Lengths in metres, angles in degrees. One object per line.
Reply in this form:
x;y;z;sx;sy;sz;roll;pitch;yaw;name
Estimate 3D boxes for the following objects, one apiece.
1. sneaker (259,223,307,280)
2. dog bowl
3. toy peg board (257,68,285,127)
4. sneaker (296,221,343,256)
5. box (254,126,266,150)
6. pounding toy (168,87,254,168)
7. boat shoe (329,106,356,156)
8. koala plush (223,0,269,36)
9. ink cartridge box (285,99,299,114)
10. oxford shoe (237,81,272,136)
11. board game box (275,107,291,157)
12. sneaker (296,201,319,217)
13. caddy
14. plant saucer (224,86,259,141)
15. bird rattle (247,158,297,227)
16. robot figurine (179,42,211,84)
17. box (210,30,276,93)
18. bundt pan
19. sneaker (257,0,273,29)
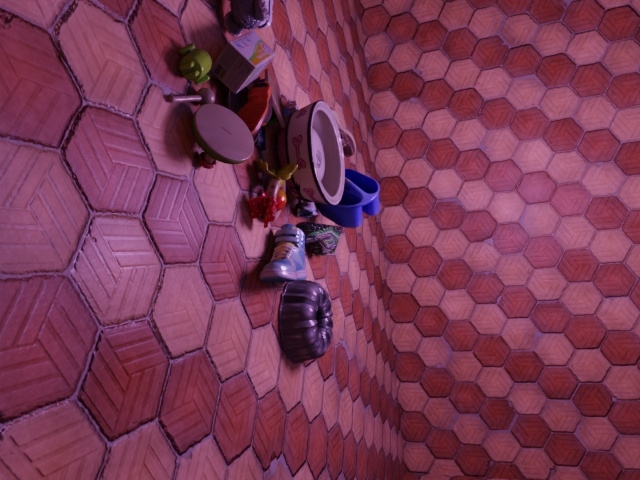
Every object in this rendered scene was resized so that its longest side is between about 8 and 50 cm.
-0.132;0.040;1.570;0.319;0.126;0.209;20;67;-79;sneaker
-0.032;-0.334;1.804;0.408;0.150;0.409;-5;90;-71;dog bowl
-0.194;-0.505;1.652;0.161;0.079;0.161;-99;169;-46;toy peg board
0.000;0.000;1.941;0.343;0.134;0.147;6;93;-63;sneaker
-0.215;-0.366;1.604;0.067;0.018;0.084;23;63;-69;box
-0.304;-0.288;1.249;0.237;0.110;0.183;51;38;-6;pounding toy
0.081;-0.531;2.363;0.342;0.123;0.123;52;45;-51;boat shoe
-0.238;-0.771;1.438;0.203;0.196;0.222;-4;89;-59;koala plush
-0.115;-0.534;1.893;0.028;0.048;0.083;-71;148;-52;ink cartridge box
-0.195;-0.397;1.455;0.098;0.096;0.272;73;22;-45;oxford shoe
-0.124;-0.399;1.844;0.160;0.039;0.212;50;38;-58;board game box
-0.062;-0.141;1.918;0.190;0.071;0.083;-2;80;-79;sneaker
0.114;-0.211;2.054;0.241;0.341;0.179;-33;133;-24;caddy
-0.258;-0.408;1.472;0.198;0.036;0.199;-7;90;-71;plant saucer
-0.154;-0.148;1.568;0.207;0.142;0.254;80;14;-66;bird rattle
-0.334;-0.473;1.226;0.115;0.066;0.101;-73;145;-49;robot figurine
-0.235;-0.556;1.413;0.103;0.114;0.203;42;33;-13;box
-0.038;0.304;1.752;0.331;0.124;0.331;-6;90;-71;bundt pan
-0.224;-0.894;1.648;0.094;0.090;0.235;12;71;-60;sneaker
